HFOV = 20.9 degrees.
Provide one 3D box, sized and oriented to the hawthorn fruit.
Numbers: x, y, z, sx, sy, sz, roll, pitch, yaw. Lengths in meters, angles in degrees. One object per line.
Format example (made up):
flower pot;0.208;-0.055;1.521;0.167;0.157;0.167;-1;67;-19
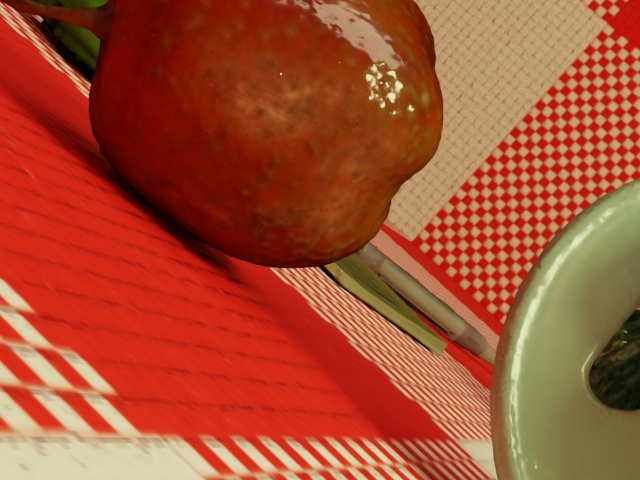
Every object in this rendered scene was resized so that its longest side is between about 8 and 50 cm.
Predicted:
hawthorn fruit;-0.049;-0.076;0.783;0.204;0.162;0.162;23;12;-24

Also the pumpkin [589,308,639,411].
pumpkin;0.257;0.138;1.276;0.211;0.152;0.211;53;-6;8

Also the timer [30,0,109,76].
timer;-0.131;-0.123;1.139;0.128;0.047;0.140;41;3;-37

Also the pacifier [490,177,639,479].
pacifier;0.226;0.120;0.791;0.343;0.288;0.269;46;-22;3

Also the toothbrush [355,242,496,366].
toothbrush;0.123;0.079;1.574;0.029;0.024;0.354;38;0;44

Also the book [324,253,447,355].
book;0.000;0.000;1.305;0.192;0.013;0.168;45;5;38
